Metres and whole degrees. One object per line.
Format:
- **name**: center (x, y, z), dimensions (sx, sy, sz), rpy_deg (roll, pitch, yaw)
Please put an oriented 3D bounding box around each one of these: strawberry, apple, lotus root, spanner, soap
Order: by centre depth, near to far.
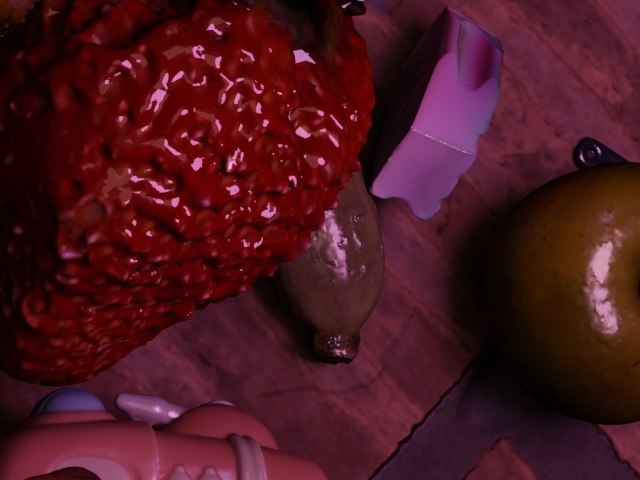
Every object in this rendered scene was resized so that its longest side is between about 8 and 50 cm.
- **strawberry**: center (-0.093, -0.045, 0.872), dimensions (0.261, 0.261, 0.257), rpy_deg (-9, 93, -20)
- **lotus root**: center (0.001, 0.000, 1.014), dimensions (0.090, 0.077, 0.183), rpy_deg (-12, 88, -20)
- **soap**: center (0.088, -0.099, 1.033), dimensions (0.056, 0.100, 0.149), rpy_deg (27, 40, -11)
- **apple**: center (0.210, 0.037, 1.045), dimensions (0.196, 0.157, 0.196), rpy_deg (2, 85, -20)
- **spanner**: center (0.295, -0.029, 1.160), dimensions (0.208, 0.012, 0.046), rpy_deg (29, 76, -15)

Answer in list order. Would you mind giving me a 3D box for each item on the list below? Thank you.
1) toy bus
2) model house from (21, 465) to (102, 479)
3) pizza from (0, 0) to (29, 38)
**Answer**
- **toy bus**: center (-0.116, 0.212, 0.900), dimensions (0.288, 0.194, 0.232), rpy_deg (9, 74, -19)
- **model house**: center (-0.188, 0.273, 0.655), dimensions (0.295, 0.251, 0.329), rpy_deg (4, 55, 2)
- **pizza**: center (-0.266, -0.147, 0.927), dimensions (0.161, 0.085, 0.305), rpy_deg (-41, 101, -19)
